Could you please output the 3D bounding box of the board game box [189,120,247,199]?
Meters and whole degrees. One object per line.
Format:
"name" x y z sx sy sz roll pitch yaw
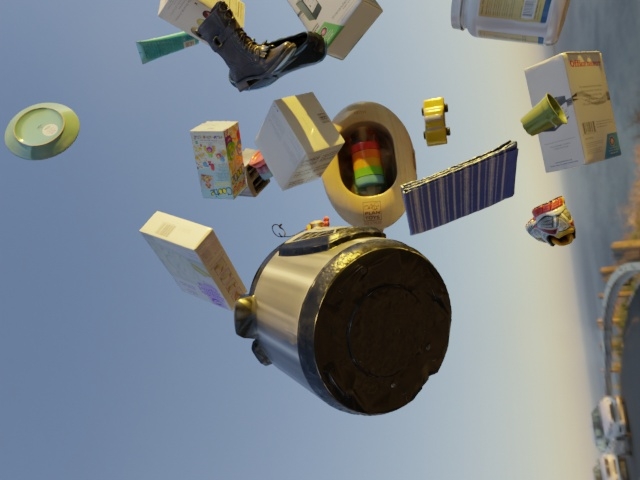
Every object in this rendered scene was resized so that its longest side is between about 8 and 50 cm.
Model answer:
"board game box" -0.394 -0.316 2.061 0.142 0.144 0.275 -59 -31 -58

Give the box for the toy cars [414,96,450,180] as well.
"toy cars" 0.377 -0.377 2.021 0.394 0.176 0.087 -55 -18 11

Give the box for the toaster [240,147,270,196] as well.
"toaster" -0.324 -0.296 2.328 0.186 0.110 0.168 -52 -42 -37

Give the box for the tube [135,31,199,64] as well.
"tube" -0.521 -0.669 1.791 0.052 0.207 0.080 47 154 42

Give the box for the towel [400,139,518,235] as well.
"towel" 0.395 -0.141 1.477 0.243 0.335 0.040 64 -174 -55

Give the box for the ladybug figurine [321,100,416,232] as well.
"ladybug figurine" 0.157 -0.228 1.710 0.162 0.305 0.450 61 -154 -75

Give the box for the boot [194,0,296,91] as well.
"boot" -0.214 -0.550 1.435 0.229 0.263 0.091 57 -139 -18

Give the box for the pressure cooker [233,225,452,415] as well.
"pressure cooker" 0.031 0.162 1.188 0.370 0.420 0.375 43 -105 -23

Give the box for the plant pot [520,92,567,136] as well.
"plant pot" 0.512 -0.283 1.212 0.083 0.079 0.083 26 -132 -32

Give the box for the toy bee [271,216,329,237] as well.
"toy bee" 0.000 0.000 1.876 0.298 0.162 0.195 18 -138 -47

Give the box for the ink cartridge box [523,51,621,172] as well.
"ink cartridge box" 0.729 -0.369 1.510 0.223 0.129 0.308 -15 -86 -36

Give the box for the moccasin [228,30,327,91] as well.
"moccasin" -0.148 -0.558 1.570 0.117 0.342 0.138 8 -112 -61

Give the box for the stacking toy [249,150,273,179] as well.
"stacking toy" -0.137 -0.388 2.164 0.130 0.279 0.309 47 -141 -27

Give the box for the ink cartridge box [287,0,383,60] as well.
"ink cartridge box" 0.034 -0.774 1.706 0.121 0.211 0.289 -4 -123 -49

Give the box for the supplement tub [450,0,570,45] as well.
"supplement tub" 0.362 -0.455 0.993 0.144 0.199 0.144 -49 -32 -46

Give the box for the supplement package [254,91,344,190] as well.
"supplement package" -0.068 -0.295 1.572 0.149 0.203 0.194 -22 -105 -32

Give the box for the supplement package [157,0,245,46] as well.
"supplement package" -0.388 -0.762 1.729 0.244 0.139 0.134 21 -127 -34

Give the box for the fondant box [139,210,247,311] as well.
"fondant box" -0.403 0.072 1.695 0.096 0.238 0.330 -56 -33 -29

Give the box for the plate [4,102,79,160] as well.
"plate" -0.726 -0.291 1.360 0.024 0.188 0.188 95 -179 -62

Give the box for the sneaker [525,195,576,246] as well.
"sneaker" 0.523 -0.022 1.187 0.225 0.088 0.093 27 -140 -66
